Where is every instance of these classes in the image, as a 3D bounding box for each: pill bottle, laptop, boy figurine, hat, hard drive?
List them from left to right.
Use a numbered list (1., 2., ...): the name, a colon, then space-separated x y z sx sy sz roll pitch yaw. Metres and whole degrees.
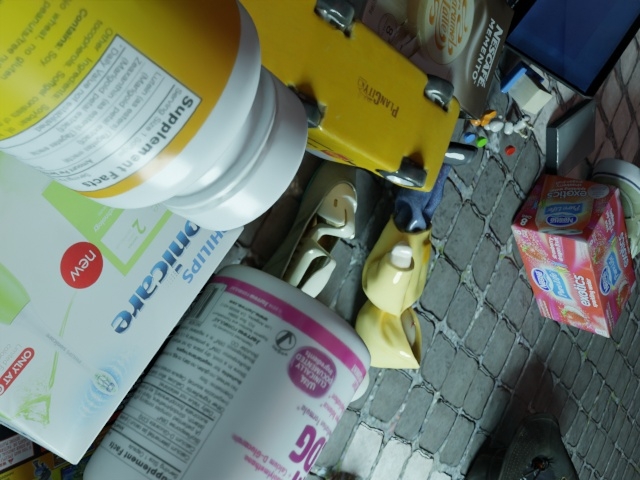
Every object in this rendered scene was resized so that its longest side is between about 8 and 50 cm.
1. pill bottle: -0.118 -0.099 0.395 0.246 0.136 0.136 34 77 -45
2. pill bottle: -0.091 0.176 0.652 0.283 0.160 0.160 -57 138 -19
3. boy figurine: 0.103 0.020 0.910 0.177 0.092 0.285 -23 126 -75
4. hat: 0.314 0.448 1.302 0.331 0.134 0.331 7 81 -50
5. laptop: 0.318 -0.362 1.012 0.234 0.137 0.264 -51 136 -25
6. hard drive: 0.410 -0.165 1.281 0.135 0.022 0.094 -35 127 -38

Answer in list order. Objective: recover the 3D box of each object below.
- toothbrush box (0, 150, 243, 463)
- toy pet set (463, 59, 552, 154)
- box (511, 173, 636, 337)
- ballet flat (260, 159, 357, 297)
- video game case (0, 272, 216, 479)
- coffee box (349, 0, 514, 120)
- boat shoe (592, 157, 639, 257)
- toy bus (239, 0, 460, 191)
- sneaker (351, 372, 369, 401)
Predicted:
1. toothbrush box: -0.213 -0.027 0.494 0.206 0.122 0.283 -56 133 -25
2. toy pet set: 0.250 -0.187 1.076 0.122 0.065 0.114 8 132 -48
3. box: 0.417 0.027 1.273 0.122 0.128 0.256 -53 137 -22
4. ballet flat: 0.000 0.000 0.823 0.213 0.068 0.072 -59 138 -17
5. video game case: -0.197 0.175 0.682 0.275 0.035 0.248 -18 116 -46
6. coffee box: 0.095 -0.239 0.824 0.247 0.098 0.141 21 86 -51
7. boat shoe: 0.554 -0.043 1.429 0.094 0.109 0.302 -61 142 -12
8. toy bus: -0.002 -0.143 0.720 0.333 0.130 0.108 21 86 -51
9. sneaker: 0.008 0.151 0.865 0.212 0.094 0.080 30 78 -50
